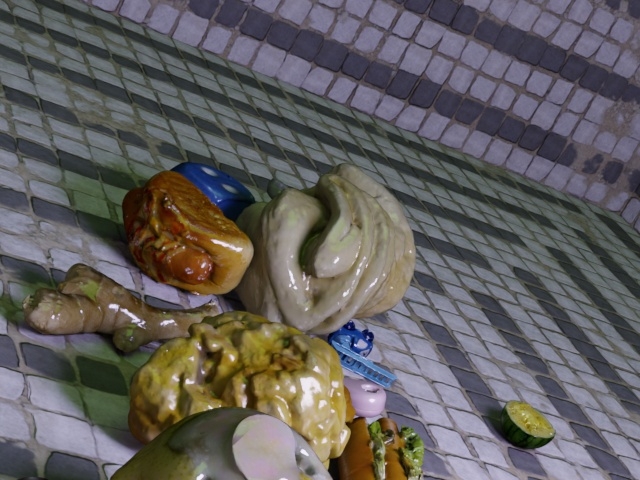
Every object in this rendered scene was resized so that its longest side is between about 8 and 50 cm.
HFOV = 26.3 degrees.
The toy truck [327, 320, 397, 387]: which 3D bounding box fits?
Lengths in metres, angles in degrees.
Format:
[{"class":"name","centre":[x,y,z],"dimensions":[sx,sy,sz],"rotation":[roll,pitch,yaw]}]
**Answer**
[{"class":"toy truck","centre":[0.074,0.200,2.410],"dimensions":[0.136,0.063,0.074],"rotation":[27,38,-11]}]

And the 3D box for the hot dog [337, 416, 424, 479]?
[{"class":"hot dog","centre":[0.093,0.345,1.991],"dimensions":[0.135,0.100,0.337],"rotation":[24,20,-12]}]

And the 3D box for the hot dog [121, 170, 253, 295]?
[{"class":"hot dog","centre":[-0.246,-0.012,2.338],"dimensions":[0.153,0.150,0.256],"rotation":[-6,39,-46]}]

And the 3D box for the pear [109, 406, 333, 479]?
[{"class":"pear","centre":[-0.116,0.319,1.570],"dimensions":[0.271,0.271,0.271],"rotation":[26,19,-9]}]

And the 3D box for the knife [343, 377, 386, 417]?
[{"class":"knife","centre":[-0.061,0.212,2.124],"dimensions":[0.335,0.043,0.081],"rotation":[14,17,17]}]

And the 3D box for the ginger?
[{"class":"ginger","centre":[-0.302,0.107,2.073],"dimensions":[0.333,0.081,0.148],"rotation":[16,27,-32]}]

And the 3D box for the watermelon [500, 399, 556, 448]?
[{"class":"watermelon","centre":[0.365,0.337,2.460],"dimensions":[0.105,0.062,0.105],"rotation":[23,27,-13]}]

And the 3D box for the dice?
[{"class":"dice","centre":[-0.215,-0.053,2.511],"dimensions":[0.143,0.146,0.146],"rotation":[9,27,-49]}]

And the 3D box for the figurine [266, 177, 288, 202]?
[{"class":"figurine","centre":[0.006,-0.023,2.755],"dimensions":[0.308,0.143,0.308],"rotation":[37,26,-22]}]

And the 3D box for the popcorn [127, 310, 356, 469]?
[{"class":"popcorn","centre":[-0.109,0.209,1.894],"dimensions":[0.332,0.225,0.265],"rotation":[5,33,-26]}]

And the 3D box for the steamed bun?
[{"class":"steamed bun","centre":[0.001,0.003,2.411],"dimensions":[0.324,0.230,0.372],"rotation":[25,40,34]}]

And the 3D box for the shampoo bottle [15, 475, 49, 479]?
[{"class":"shampoo bottle","centre":[-0.274,0.375,1.423],"dimensions":[0.129,0.084,0.323],"rotation":[7,26,-30]}]
